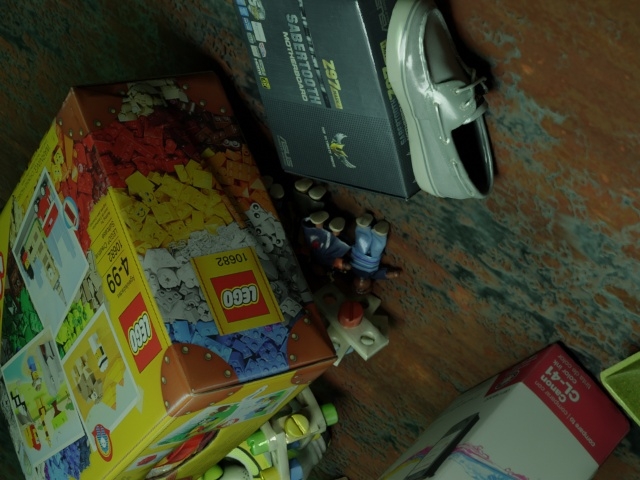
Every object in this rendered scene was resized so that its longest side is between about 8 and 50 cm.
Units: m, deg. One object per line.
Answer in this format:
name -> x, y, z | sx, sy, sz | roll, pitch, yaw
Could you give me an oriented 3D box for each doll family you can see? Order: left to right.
doll family -> 0.000, 0.000, 1.547 | 0.193, 0.076, 0.111 | 33, 135, 24

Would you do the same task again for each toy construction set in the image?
toy construction set -> -0.041, 0.150, 1.673 | 0.215, 0.151, 0.327 | 64, 146, 28

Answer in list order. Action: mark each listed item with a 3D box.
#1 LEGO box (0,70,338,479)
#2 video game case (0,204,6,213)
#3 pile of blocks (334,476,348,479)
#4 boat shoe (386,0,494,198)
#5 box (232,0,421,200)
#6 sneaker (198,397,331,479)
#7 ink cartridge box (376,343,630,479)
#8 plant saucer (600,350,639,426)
LEGO box -> -0.230, 0.092, 1.620 | 0.500, 0.193, 0.372 | -46, 62, 50
video game case -> -0.379, 0.095, 2.072 | 0.248, 0.035, 0.275 | 39, 158, 24
pile of blocks -> 0.093, 0.475, 1.831 | 0.362, 0.149, 0.112 | 33, 143, 25
boat shoe -> 0.123, -0.133, 1.275 | 0.081, 0.079, 0.227 | 13, 137, 32
box -> 0.013, -0.164, 1.383 | 0.183, 0.059, 0.232 | 15, 134, 41
sneaker -> -0.183, 0.253, 1.879 | 0.385, 0.147, 0.145 | 13, 144, 28
ink cartridge box -> 0.148, 0.270, 1.416 | 0.131, 0.306, 0.226 | 50, 147, 1
plant saucer -> 0.381, 0.157, 1.263 | 0.188, 0.045, 0.188 | 49, 147, 3
